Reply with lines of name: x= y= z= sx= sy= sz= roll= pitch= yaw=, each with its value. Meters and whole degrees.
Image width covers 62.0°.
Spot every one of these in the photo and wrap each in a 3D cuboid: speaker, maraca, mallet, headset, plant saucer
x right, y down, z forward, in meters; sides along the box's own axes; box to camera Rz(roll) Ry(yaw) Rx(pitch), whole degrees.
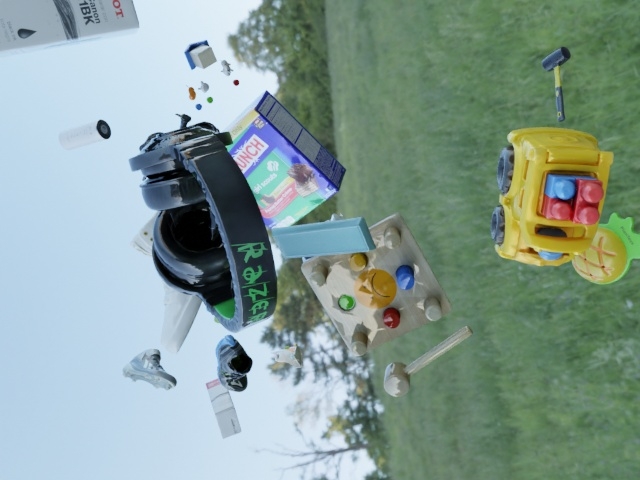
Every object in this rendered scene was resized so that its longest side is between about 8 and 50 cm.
speaker: x=-0.640 y=-0.285 z=1.443 sx=0.055 sy=0.136 sz=0.055 roll=-11 pitch=-90 yaw=-70
maraca: x=0.607 y=0.020 z=1.127 sx=0.127 sy=0.099 sz=0.186 roll=63 pitch=154 yaw=21
mallet: x=0.568 y=-0.372 z=1.288 sx=0.062 sy=0.039 sz=0.190 roll=164 pitch=115 yaw=-64
headset: x=-0.148 y=-0.055 z=0.722 sx=0.394 sy=0.185 sz=0.244 roll=44 pitch=145 yaw=40
plant saucer: x=0.000 y=0.000 z=0.937 sx=0.018 sy=0.192 sz=0.067 roll=-56 pitch=-49 yaw=-45

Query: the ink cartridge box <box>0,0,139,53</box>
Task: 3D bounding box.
ink cartridge box: x=-0.463 y=-0.428 z=0.886 sx=0.114 sy=0.272 sz=0.197 roll=-146 pitch=42 yaw=-62

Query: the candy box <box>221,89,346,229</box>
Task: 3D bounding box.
candy box: x=-0.135 y=-0.205 z=1.481 sx=0.317 sy=0.268 sz=0.122 roll=42 pitch=-143 yaw=-19

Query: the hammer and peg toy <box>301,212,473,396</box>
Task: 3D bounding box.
hammer and peg toy: x=0.156 y=0.144 z=1.189 sx=0.361 sy=0.265 sz=0.127 roll=58 pitch=-167 yaw=-10

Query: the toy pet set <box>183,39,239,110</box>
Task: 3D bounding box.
toy pet set: x=-0.261 y=-0.373 z=1.180 sx=0.065 sy=0.122 sz=0.114 roll=32 pitch=152 yaw=41

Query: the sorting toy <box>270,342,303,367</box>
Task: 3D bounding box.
sorting toy: x=-0.092 y=0.306 z=1.423 sx=0.083 sy=0.075 sz=0.045 roll=69 pitch=-164 yaw=-51

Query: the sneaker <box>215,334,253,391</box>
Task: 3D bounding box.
sneaker: x=-0.198 y=0.300 z=1.242 sx=0.067 sy=0.078 sz=0.188 roll=-38 pitch=-37 yaw=-34

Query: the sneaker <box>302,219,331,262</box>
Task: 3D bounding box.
sneaker: x=0.055 y=0.027 z=1.622 sx=0.101 sy=0.268 sz=0.153 roll=-52 pitch=-38 yaw=-43

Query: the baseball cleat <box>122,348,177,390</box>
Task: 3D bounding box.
baseball cleat: x=-0.464 y=0.353 z=1.488 sx=0.109 sy=0.205 sz=0.072 roll=-58 pitch=-40 yaw=-39

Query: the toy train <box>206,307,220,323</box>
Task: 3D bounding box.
toy train: x=-0.345 y=0.229 z=1.845 sx=0.248 sy=0.105 sz=0.144 roll=45 pitch=137 yaw=51

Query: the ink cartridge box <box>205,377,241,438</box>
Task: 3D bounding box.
ink cartridge box: x=-0.299 y=0.513 z=1.636 sx=0.150 sy=0.063 sz=0.109 roll=-133 pitch=29 yaw=-58

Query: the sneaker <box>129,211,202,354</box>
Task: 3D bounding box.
sneaker: x=-0.296 y=0.059 z=1.035 sx=0.108 sy=0.169 sz=0.293 roll=140 pitch=148 yaw=-66

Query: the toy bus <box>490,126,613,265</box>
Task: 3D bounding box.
toy bus: x=0.354 y=-0.046 z=0.800 sx=0.211 sy=0.149 sz=0.220 roll=-71 pitch=-16 yaw=-69

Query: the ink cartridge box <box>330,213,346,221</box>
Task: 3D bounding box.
ink cartridge box: x=0.020 y=0.001 z=1.355 sx=0.179 sy=0.045 sz=0.146 roll=-117 pitch=46 yaw=-78
